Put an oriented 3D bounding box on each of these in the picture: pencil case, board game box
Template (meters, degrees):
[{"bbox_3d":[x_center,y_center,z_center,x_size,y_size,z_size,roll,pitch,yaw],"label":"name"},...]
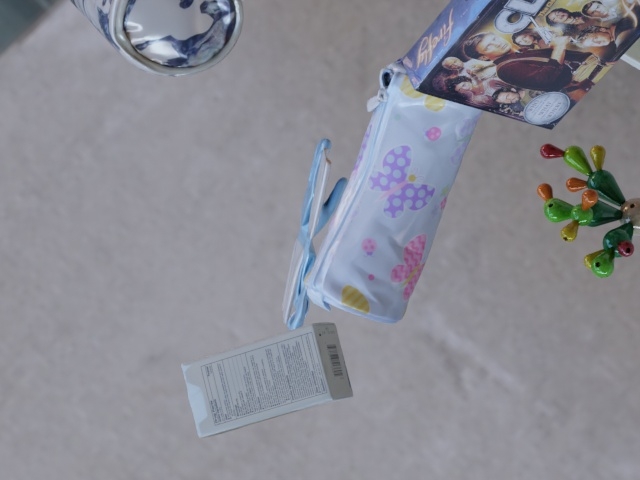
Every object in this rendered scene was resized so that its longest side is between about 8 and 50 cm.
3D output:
[{"bbox_3d":[-0.217,-0.327,2.247,0.160,0.183,0.410,50,179,-27],"label":"pencil case"},{"bbox_3d":[0.206,-0.204,1.539,0.165,0.243,0.042,12,-134,-32],"label":"board game box"},{"bbox_3d":[0.076,-0.050,1.868,0.113,0.273,0.124,26,-168,35],"label":"pencil case"}]

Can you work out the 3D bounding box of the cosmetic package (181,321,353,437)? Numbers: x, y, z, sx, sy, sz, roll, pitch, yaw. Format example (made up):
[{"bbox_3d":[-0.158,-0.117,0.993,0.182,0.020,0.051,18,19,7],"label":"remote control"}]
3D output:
[{"bbox_3d":[-0.040,0.103,1.312,0.041,0.115,0.060,4,-109,-65],"label":"cosmetic package"}]

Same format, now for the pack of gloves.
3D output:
[{"bbox_3d":[0.000,0.000,2.100,0.046,0.232,0.195,10,-166,-6],"label":"pack of gloves"}]

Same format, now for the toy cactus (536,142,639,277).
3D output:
[{"bbox_3d":[0.375,-0.044,2.292,0.219,0.180,0.112,-105,26,-49],"label":"toy cactus"}]

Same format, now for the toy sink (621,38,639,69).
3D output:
[{"bbox_3d":[0.471,-0.316,2.173,0.153,0.234,0.131,31,164,1],"label":"toy sink"}]
